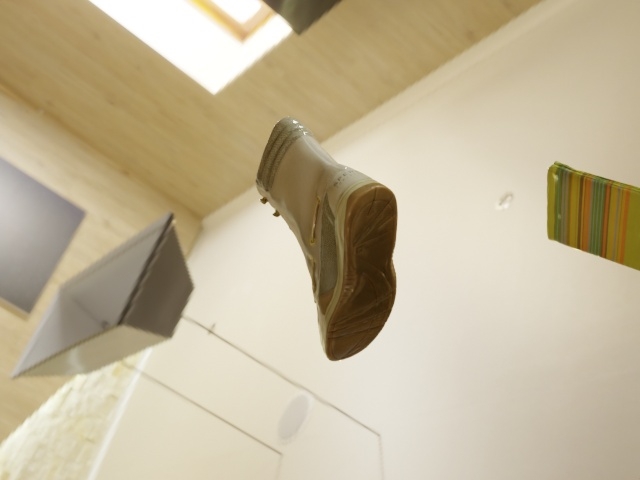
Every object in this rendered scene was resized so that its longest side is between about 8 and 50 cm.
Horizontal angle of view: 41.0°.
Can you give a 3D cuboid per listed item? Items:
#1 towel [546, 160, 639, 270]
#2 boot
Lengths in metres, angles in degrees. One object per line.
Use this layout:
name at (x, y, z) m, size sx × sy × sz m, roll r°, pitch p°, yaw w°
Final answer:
towel at (0.333, -0.005, 0.841) m, size 0.237 × 0.102 × 0.021 m, roll 22°, pitch -129°, yaw 33°
boot at (0.000, 0.000, 0.849) m, size 0.165 × 0.077 × 0.213 m, roll 44°, pitch -37°, yaw 41°
